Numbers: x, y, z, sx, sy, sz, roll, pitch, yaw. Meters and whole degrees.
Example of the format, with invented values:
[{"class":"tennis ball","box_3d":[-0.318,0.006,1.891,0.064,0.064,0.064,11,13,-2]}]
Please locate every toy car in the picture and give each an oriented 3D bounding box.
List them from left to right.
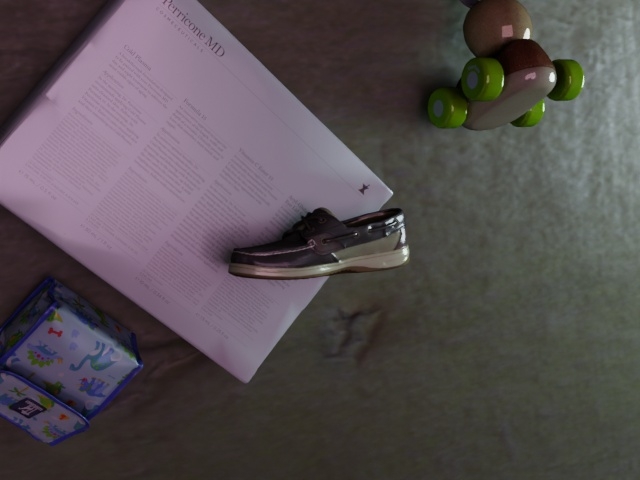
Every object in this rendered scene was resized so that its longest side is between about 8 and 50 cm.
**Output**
[{"class":"toy car","box_3d":[0.215,-0.247,1.091,0.155,0.149,0.188,-5,74,-28]}]

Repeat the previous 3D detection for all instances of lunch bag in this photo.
[{"class":"lunch bag","box_3d":[-0.290,0.139,0.933,0.151,0.096,0.129,-45,119,5]}]

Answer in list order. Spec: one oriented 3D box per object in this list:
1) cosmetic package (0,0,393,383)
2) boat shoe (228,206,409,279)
[{"class":"cosmetic package","box_3d":[-0.140,-0.065,0.955,0.377,0.097,0.284,42,84,-26]},{"class":"boat shoe","box_3d":[0.001,0.000,0.945,0.223,0.080,0.073,-5,98,-31]}]
